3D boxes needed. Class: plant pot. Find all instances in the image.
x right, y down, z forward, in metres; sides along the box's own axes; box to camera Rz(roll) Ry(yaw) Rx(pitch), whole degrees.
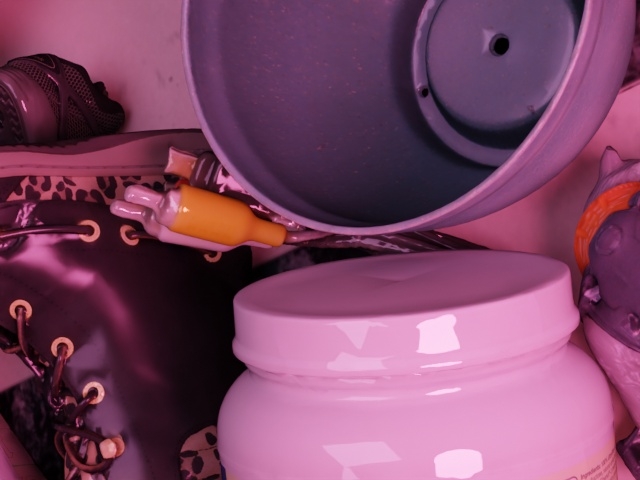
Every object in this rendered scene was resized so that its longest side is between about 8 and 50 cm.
[{"bbox_3d":[0.083,-0.140,1.017,0.293,0.196,0.293,-4,82,34],"label":"plant pot"}]

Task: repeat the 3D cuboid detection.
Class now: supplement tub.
[{"bbox_3d":[0.063,0.182,0.936,0.235,0.235,0.325,0,101,34],"label":"supplement tub"}]

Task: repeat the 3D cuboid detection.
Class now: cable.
[{"bbox_3d":[0.000,0.000,1.082,0.287,0.139,0.072,20,93,-6],"label":"cable"}]

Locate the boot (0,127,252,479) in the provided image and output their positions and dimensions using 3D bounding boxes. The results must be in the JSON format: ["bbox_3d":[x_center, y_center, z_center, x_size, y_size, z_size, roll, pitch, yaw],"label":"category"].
[{"bbox_3d":[-0.195,0.081,1.108,0.138,0.377,0.284,-32,72,57],"label":"boot"}]

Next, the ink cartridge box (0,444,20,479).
[{"bbox_3d":[-0.258,0.216,1.101,0.066,0.232,0.189,-37,71,10],"label":"ink cartridge box"}]

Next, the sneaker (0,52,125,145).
[{"bbox_3d":[-0.206,-0.047,1.279,0.087,0.130,0.227,2,114,33],"label":"sneaker"}]

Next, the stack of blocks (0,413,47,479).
[{"bbox_3d":[-0.301,0.261,1.300,0.171,0.087,0.297,-51,61,19],"label":"stack of blocks"}]

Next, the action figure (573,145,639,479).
[{"bbox_3d":[0.263,0.008,0.876,0.341,0.178,0.330,-62,30,8],"label":"action figure"}]
